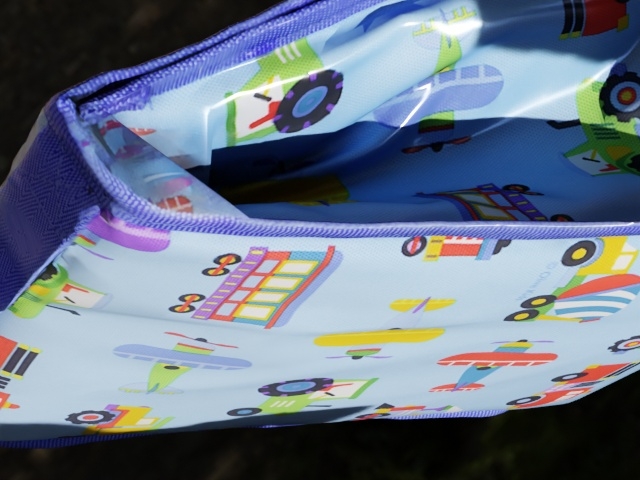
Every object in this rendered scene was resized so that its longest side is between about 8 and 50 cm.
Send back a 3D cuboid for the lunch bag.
[{"bbox_3d":[0.000,0.000,0.663,0.293,0.138,0.221,-13,166,-29],"label":"lunch bag"}]
